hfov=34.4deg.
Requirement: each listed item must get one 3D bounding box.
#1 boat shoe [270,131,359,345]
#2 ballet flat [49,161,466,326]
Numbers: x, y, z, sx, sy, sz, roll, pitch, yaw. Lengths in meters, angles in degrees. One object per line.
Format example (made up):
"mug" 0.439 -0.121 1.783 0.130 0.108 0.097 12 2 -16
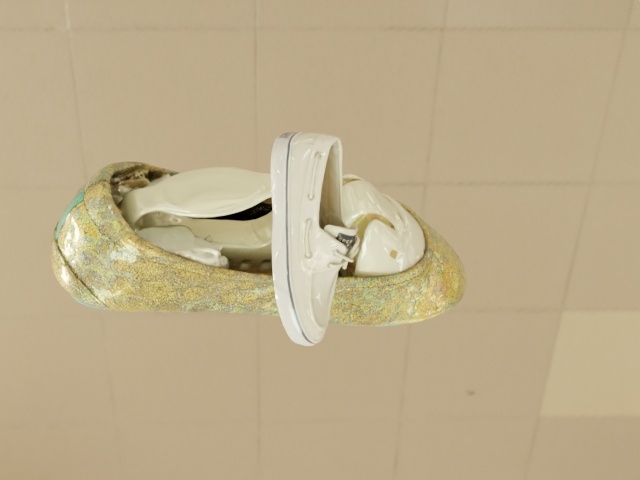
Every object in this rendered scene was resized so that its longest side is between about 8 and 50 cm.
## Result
"boat shoe" 0.000 0.000 0.473 0.035 0.035 0.100 1 97 24
"ballet flat" -0.020 -0.002 0.770 0.348 0.123 0.123 3 128 -26
